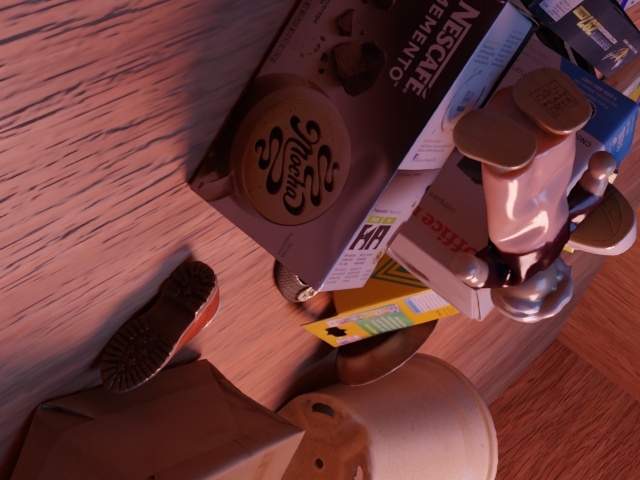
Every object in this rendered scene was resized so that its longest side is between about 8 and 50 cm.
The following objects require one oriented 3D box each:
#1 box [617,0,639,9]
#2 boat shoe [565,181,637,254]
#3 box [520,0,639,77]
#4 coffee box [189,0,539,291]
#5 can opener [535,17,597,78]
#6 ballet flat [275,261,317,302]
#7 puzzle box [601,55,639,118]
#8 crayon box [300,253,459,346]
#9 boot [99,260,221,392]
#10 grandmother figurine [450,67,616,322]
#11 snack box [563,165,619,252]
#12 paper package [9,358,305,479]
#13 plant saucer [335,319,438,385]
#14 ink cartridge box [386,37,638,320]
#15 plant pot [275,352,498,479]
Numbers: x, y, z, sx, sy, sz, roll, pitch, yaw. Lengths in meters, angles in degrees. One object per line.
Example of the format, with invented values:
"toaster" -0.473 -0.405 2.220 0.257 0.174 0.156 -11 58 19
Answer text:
"box" 0.372 -0.367 1.255 0.137 0.126 0.072 -33 155 -40
"boat shoe" 0.338 -0.035 1.334 0.098 0.277 0.096 -44 120 -3
"box" 0.215 -0.267 0.947 0.059 0.183 0.232 -37 155 22
"coffee box" 0.038 -0.121 0.901 0.297 0.168 0.119 -56 160 15
"can opener" 0.340 -0.252 1.339 0.059 0.186 0.073 -32 140 22
"ballet flat" 0.000 0.000 1.184 0.084 0.058 0.250 -35 154 -36
"puzzle box" 0.543 -0.216 1.984 0.409 0.052 0.272 -41 157 -27
"crayon box" 0.140 0.058 1.390 0.323 0.083 0.203 -17 163 10
"boot" -0.159 0.099 1.022 0.158 0.059 0.084 -47 164 -14
"grandmother figurine" 0.211 -0.023 0.994 0.208 0.104 0.342 -26 147 -7
"snack box" 0.317 -0.095 1.477 0.174 0.207 0.070 108 6 -46
"paper package" -0.209 0.325 1.089 0.309 0.168 0.325 -8 126 -62
"plant saucer" 0.096 0.147 1.553 0.198 0.036 0.198 -35 -162 13
"ink cartridge box" 0.208 -0.091 1.233 0.307 0.223 0.129 -47 158 -9
"plant pot" 0.078 0.358 1.647 0.305 0.334 0.334 6 121 -54
